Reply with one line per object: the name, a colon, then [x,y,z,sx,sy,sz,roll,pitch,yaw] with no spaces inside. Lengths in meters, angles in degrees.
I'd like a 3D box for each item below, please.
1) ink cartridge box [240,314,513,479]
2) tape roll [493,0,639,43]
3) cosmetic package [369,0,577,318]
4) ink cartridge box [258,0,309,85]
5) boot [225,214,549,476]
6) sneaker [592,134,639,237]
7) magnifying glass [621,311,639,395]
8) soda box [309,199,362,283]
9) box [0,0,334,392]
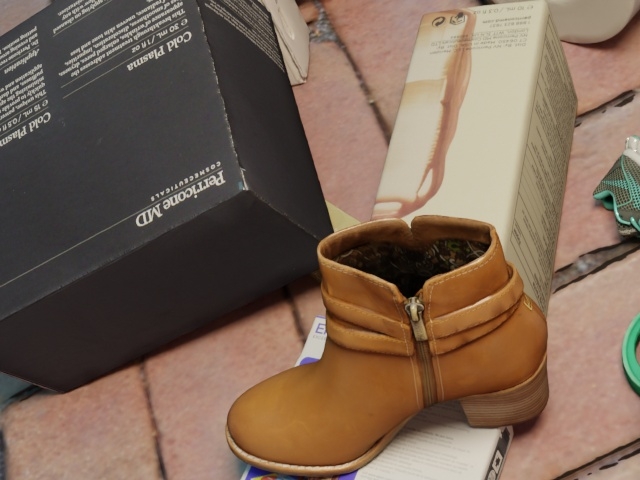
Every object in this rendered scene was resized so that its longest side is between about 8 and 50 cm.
ink cartridge box: [0.051,0.175,0.949,0.206,0.045,0.208,9,59,28]
tape roll: [0.261,-0.346,1.127,0.246,0.246,0.169,31,70,38]
cosmetic package: [0.145,-0.061,1.021,0.129,0.153,0.296,-2,52,25]
ink cartridge box: [-0.138,-0.241,1.281,0.218,0.158,0.092,-7,54,19]
boot: [0.029,0.084,0.852,0.283,0.220,0.109,-7,52,17]
sneaker: [0.298,-0.025,0.977,0.076,0.065,0.166,-48,29,11]
magnifying glass: [0.331,0.040,0.940,0.092,0.026,0.231,19,62,35]
soda box: [0.000,0.000,1.100,0.061,0.058,0.181,-45,49,-13]
box: [-0.198,-0.069,1.089,0.343,0.179,0.312,-26,58,19]
